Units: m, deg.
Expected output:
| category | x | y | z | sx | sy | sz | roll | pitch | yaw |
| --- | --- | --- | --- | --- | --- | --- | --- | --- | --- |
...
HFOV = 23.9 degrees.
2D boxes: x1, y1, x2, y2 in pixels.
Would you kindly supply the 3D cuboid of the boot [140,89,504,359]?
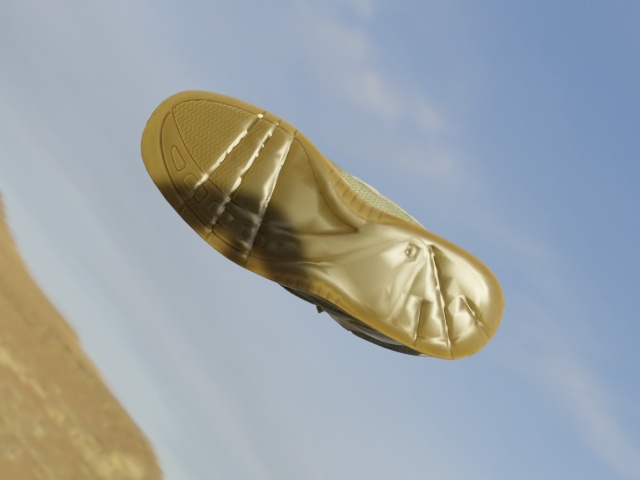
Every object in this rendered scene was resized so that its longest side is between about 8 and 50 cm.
| category | x | y | z | sx | sy | sz | roll | pitch | yaw |
| --- | --- | --- | --- | --- | --- | --- | --- | --- | --- |
| boot | 0.000 | 0.000 | 0.853 | 0.213 | 0.077 | 0.165 | 32 | -4 | 4 |
